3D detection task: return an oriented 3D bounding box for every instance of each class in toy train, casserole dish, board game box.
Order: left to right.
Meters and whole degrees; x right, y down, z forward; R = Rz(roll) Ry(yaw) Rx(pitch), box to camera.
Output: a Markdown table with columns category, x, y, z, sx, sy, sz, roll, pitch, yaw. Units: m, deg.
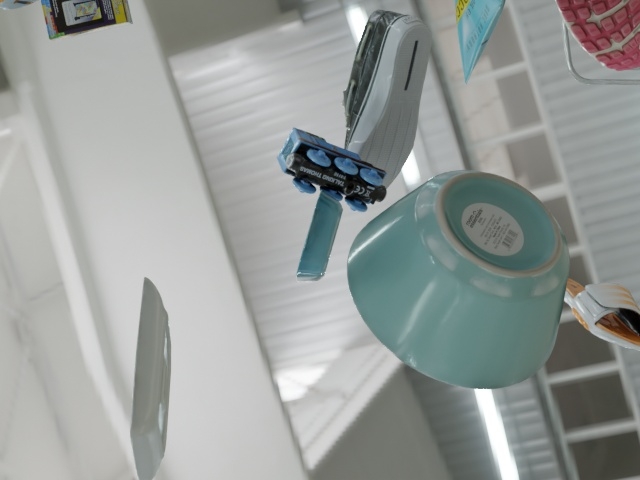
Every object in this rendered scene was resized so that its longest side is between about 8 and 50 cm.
| category | x | y | z | sx | sy | sz | roll | pitch | yaw |
| --- | --- | --- | --- | --- | --- | --- | --- | --- | --- |
| board game box | -0.406 | -0.435 | 2.270 | 0.048 | 0.141 | 0.170 | -59 | -43 | -86 |
| casserole dish | 0.000 | 0.000 | 1.715 | 0.188 | 0.037 | 0.114 | 93 | -167 | -83 |
| toy train | 0.021 | -0.113 | 2.163 | 0.184 | 0.080 | 0.105 | 18 | -154 | -25 |

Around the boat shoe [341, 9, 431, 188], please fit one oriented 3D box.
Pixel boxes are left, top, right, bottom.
| category | x | y | z | sx | sy | sz | roll | pitch | yaw |
| --- | --- | --- | --- | --- | --- | --- | --- | --- | --- |
| boat shoe | 0.097 | -0.230 | 2.289 | 0.121 | 0.119 | 0.335 | 2 | -67 | -41 |

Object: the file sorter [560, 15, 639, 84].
| category | x | y | z | sx | sy | sz | roll | pitch | yaw |
| --- | --- | --- | --- | --- | --- | --- | --- | --- | --- |
| file sorter | 0.459 | -0.325 | 1.755 | 0.277 | 0.173 | 0.193 | -27 | -65 | -41 |

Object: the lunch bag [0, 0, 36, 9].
| category | x | y | z | sx | sy | sz | roll | pitch | yaw |
| --- | --- | --- | --- | --- | --- | --- | --- | --- | --- |
| lunch bag | -0.398 | -0.442 | 1.670 | 0.303 | 0.115 | 0.243 | 47 | -129 | 8 |

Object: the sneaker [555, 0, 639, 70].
| category | x | y | z | sx | sy | sz | roll | pitch | yaw |
| --- | --- | --- | --- | --- | --- | --- | --- | --- | --- |
| sneaker | 0.307 | -0.334 | 1.532 | 0.299 | 0.120 | 0.112 | 66 | -166 | 7 |

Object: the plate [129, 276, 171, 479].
| category | x | y | z | sx | sy | sz | roll | pitch | yaw |
| --- | --- | --- | --- | --- | --- | --- | --- | --- | --- |
| plate | -0.277 | 0.239 | 2.221 | 0.278 | 0.045 | 0.277 | 96 | 176 | -62 |

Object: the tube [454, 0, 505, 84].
| category | x | y | z | sx | sy | sz | roll | pitch | yaw |
| --- | --- | --- | --- | --- | --- | --- | --- | --- | --- |
| tube | 0.130 | -0.225 | 1.093 | 0.080 | 0.052 | 0.207 | 104 | 172 | -48 |

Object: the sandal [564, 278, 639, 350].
| category | x | y | z | sx | sy | sz | roll | pitch | yaw |
| --- | --- | --- | --- | --- | --- | --- | --- | --- | --- |
| sandal | 0.464 | 0.098 | 2.223 | 0.102 | 0.076 | 0.265 | 16 | -162 | -25 |

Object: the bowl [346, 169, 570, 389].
| category | x | y | z | sx | sy | sz | roll | pitch | yaw |
| --- | --- | --- | --- | --- | --- | --- | --- | --- | --- |
| bowl | 0.208 | 0.026 | 1.792 | 0.311 | 0.163 | 0.312 | 13 | -133 | -15 |
